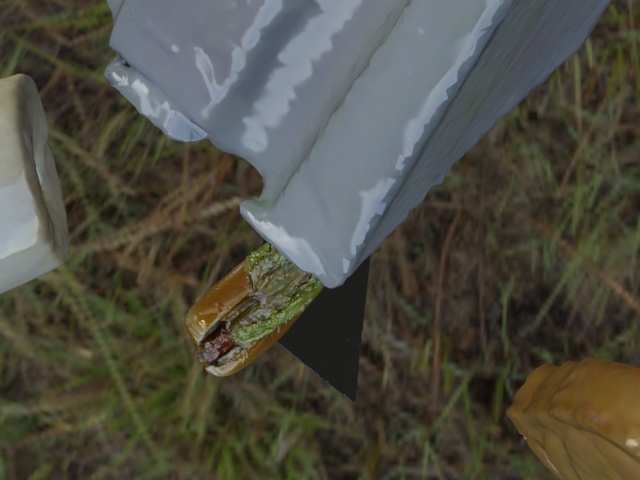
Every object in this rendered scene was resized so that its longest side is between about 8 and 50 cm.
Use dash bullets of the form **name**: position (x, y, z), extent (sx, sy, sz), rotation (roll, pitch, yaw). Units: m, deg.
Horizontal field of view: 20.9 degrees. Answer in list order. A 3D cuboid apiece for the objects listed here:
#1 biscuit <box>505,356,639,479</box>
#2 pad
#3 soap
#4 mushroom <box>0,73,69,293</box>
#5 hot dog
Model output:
- **biscuit**: position (0.247, 0.173, 0.919), extent (0.312, 0.351, 0.057), rotation (44, 78, -28)
- **pad**: position (0.000, 0.000, 1.503), extent (0.004, 0.243, 0.163), rotation (-13, 144, 30)
- **soap**: position (0.019, -0.247, 0.621), extent (0.350, 0.213, 0.435), rotation (49, 147, 11)
- **mushroom**: position (-0.317, 0.055, 0.920), extent (0.353, 0.325, 0.353), rotation (2, 127, 2)
- **hot dog**: position (-0.030, 0.032, 1.039), extent (0.041, 0.133, 0.056), rotation (-5, 118, 48)
